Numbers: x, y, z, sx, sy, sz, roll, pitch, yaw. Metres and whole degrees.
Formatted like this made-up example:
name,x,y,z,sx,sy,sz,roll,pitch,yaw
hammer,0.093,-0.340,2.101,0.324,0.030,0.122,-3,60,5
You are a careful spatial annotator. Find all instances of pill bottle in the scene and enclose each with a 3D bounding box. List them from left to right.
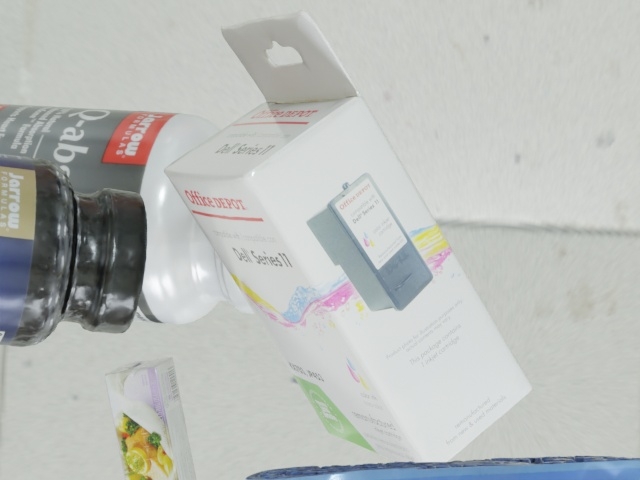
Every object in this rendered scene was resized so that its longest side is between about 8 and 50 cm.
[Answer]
name,x,y,z,sx,sy,sz,roll,pitch,yaw
pill bottle,-0.226,0.003,1.035,0.219,0.123,0.123,6,85,-19
pill bottle,-0.201,-0.026,1.632,0.362,0.210,0.210,4,85,16

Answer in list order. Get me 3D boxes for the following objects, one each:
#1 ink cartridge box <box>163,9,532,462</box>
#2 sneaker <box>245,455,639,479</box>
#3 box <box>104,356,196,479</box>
name,x,y,z,sx,sy,sz,roll,pitch,yaw
ink cartridge box,0.000,0.000,1.317,0.119,0.207,0.353,-36,105,-17
sneaker,0.071,0.125,0.598,0.232,0.081,0.091,3,83,-33
box,-0.166,0.290,1.771,0.063,0.067,0.324,-10,94,14
